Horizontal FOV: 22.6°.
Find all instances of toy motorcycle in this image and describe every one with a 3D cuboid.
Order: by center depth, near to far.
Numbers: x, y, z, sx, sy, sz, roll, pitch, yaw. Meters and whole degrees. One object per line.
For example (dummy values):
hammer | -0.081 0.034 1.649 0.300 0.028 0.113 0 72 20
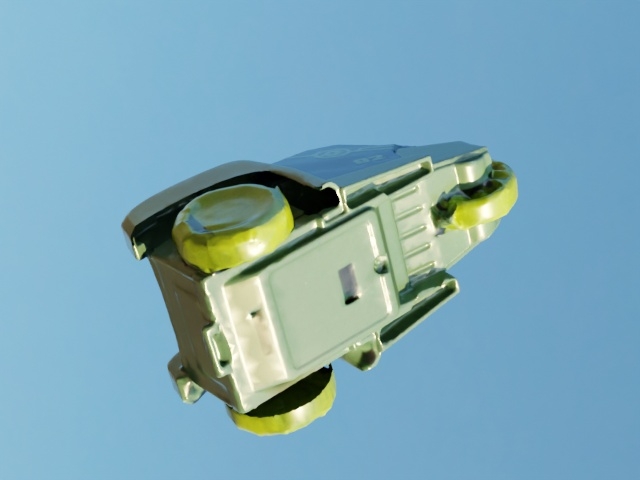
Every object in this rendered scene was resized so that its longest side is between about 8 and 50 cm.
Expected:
toy motorcycle | 0.000 0.000 1.362 0.200 0.326 0.191 22 -46 49
